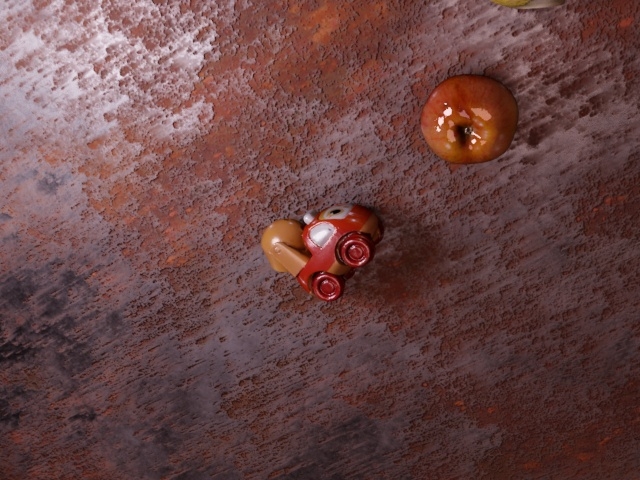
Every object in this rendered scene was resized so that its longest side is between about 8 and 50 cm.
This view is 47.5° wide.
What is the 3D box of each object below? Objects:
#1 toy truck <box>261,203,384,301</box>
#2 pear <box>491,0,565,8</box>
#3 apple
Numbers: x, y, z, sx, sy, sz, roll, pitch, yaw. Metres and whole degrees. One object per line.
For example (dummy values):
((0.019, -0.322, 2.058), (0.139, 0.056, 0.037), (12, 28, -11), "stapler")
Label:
((0.000, 0.000, 1.722), (0.239, 0.189, 0.265), (39, 113, -1), "toy truck")
((0.392, -0.568, 1.375), (0.271, 0.271, 0.271), (3, 114, 6), "pear")
((0.323, -0.258, 1.569), (0.209, 0.164, 0.210), (4, 117, 8), "apple")
